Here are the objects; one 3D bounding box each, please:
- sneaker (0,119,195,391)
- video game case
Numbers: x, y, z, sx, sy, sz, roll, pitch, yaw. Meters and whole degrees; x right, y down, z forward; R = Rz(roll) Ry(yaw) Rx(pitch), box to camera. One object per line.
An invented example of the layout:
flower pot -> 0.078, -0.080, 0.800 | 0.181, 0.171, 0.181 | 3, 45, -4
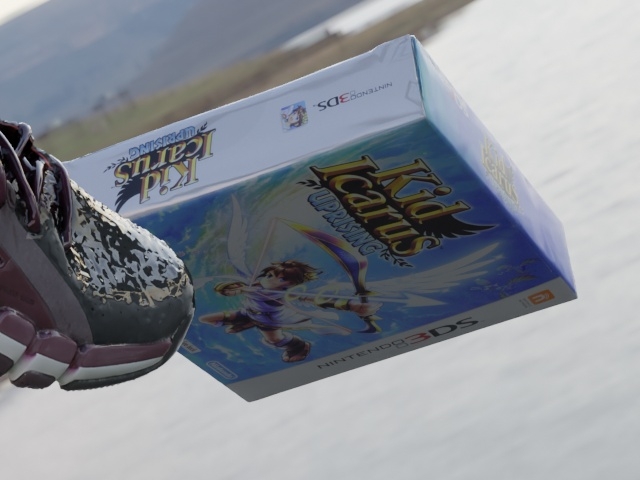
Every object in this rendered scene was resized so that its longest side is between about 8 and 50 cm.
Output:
sneaker -> -0.135, -0.044, 0.700 | 0.281, 0.106, 0.162 | 17, -63, -38
video game case -> 0.000, 0.000, 1.132 | 0.244, 0.061, 0.269 | -20, -30, 18
